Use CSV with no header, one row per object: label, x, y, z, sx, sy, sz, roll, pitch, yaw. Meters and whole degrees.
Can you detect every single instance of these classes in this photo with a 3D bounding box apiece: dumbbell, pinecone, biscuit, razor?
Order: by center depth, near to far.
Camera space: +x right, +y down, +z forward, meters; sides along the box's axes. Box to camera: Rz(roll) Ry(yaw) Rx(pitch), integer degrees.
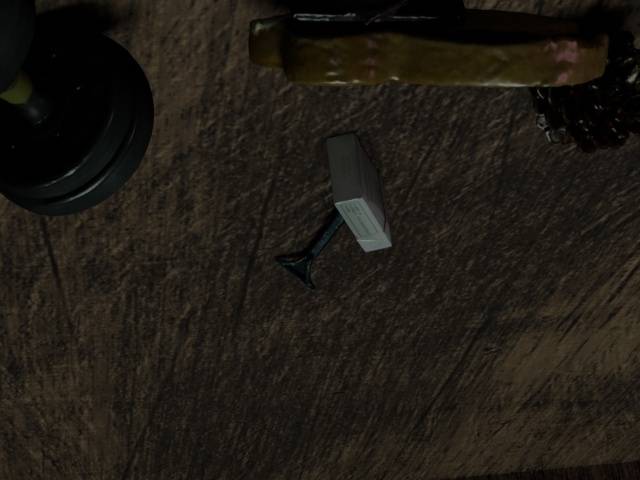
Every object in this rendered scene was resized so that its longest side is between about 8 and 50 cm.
dumbbell,-0.287,-0.149,1.480,0.185,0.185,0.388,-15,156,17
biscuit,0.075,-0.176,1.486,0.287,0.057,0.343,-11,-165,-44
pinecone,0.284,-0.155,1.706,0.140,0.140,0.120,9,-177,-35
razor,0.003,-0.004,2.119,0.066,0.033,0.190,38,145,1

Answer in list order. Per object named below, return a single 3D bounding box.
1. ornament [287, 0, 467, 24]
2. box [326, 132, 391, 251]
ornament,0.052,-0.290,1.345,0.153,0.166,0.196,-3,142,-15
box,0.046,-0.054,1.937,0.040,0.084,0.154,-13,156,10
